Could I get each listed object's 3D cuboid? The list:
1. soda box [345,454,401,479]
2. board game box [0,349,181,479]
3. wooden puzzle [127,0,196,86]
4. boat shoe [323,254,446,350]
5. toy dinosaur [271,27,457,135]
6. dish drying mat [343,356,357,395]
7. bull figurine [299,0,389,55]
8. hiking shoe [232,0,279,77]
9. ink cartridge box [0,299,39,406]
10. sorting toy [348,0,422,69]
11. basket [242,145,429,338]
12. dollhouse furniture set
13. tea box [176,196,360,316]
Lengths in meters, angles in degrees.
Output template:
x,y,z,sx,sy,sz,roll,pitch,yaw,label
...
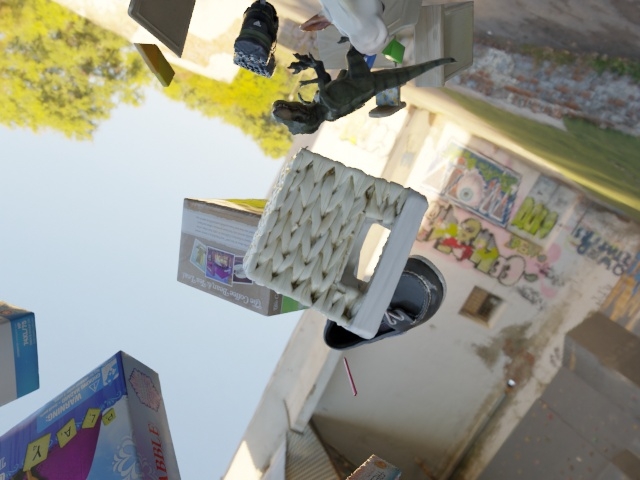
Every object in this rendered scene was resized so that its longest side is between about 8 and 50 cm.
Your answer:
x,y,z,sx,sy,sz,roll,pitch,yaw,label
0.080,0.432,0.942,0.062,0.058,0.183,22,-175,24,soda box
-0.251,0.304,0.452,0.066,0.318,0.318,53,-179,-44,board game box
-0.123,-0.189,0.430,0.014,0.117,0.078,10,166,19,wooden puzzle
0.095,0.123,0.915,0.112,0.095,0.335,48,153,3,boat shoe
0.035,-0.211,0.694,0.118,0.268,0.064,53,157,19,toy dinosaur
0.067,0.304,1.229,0.032,0.008,0.083,85,169,-64,dish drying mat
-0.008,-0.295,0.398,0.101,0.311,0.188,-5,-167,14,bull figurine
-0.107,-0.371,1.004,0.086,0.114,0.227,19,-176,-11,hiking shoe
-0.785,0.260,1.168,0.198,0.197,0.270,11,-164,25,ink cartridge box
0.148,-0.476,1.125,0.047,0.348,0.196,22,166,-31,sorting toy
0.000,0.000,0.453,0.103,0.113,0.167,23,176,-8,basket
0.153,-0.488,1.373,0.393,0.362,0.256,8,-153,28,dollhouse furniture set
-0.123,0.024,1.360,0.328,0.220,0.323,14,-168,37,tea box
